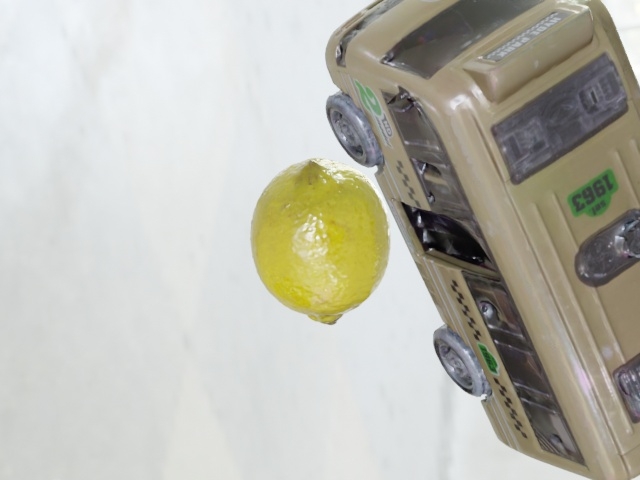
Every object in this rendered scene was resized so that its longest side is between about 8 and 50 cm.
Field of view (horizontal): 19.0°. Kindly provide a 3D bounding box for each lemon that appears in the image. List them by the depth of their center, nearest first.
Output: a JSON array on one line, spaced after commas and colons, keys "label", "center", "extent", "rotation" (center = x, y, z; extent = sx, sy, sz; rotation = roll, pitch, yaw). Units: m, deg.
[{"label": "lemon", "center": [0.000, 0.000, 1.444], "extent": [0.109, 0.109, 0.133], "rotation": [-61, 149, -69]}]

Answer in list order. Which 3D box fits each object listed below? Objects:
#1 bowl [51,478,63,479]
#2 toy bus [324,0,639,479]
[{"label": "bowl", "center": [-0.173, 0.286, 1.500], "extent": [0.144, 0.287, 0.287], "rotation": [-63, 156, -15]}, {"label": "toy bus", "center": [0.125, -0.013, 1.074], "extent": [0.157, 0.139, 0.289], "rotation": [23, -39, 61]}]
